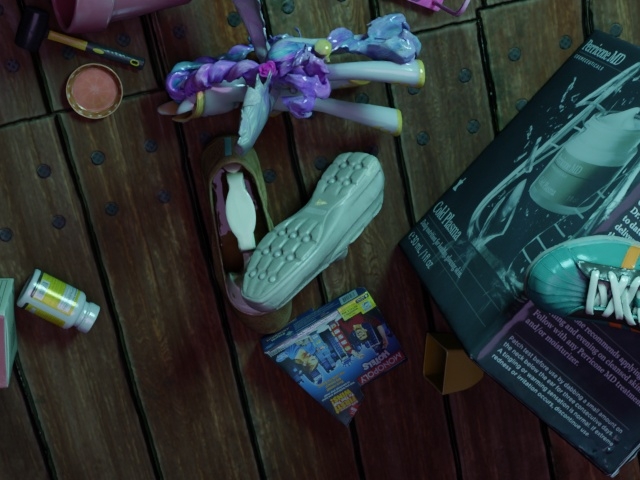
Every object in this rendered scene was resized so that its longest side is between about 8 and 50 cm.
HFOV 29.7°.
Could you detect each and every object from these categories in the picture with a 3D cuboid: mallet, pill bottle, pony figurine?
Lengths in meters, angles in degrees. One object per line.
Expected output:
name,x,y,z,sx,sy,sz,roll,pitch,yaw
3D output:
mallet,-0.348,-0.296,1.768,0.189,0.039,0.062,9,110,-16
pill bottle,-0.405,0.098,1.872,0.116,0.065,0.065,30,102,-17
pony figurine,-0.047,-0.239,1.695,0.363,0.351,0.303,-2,74,-7

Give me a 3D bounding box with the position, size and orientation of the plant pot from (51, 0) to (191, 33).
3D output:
plant pot,-0.272,-0.390,1.673,0.180,0.201,0.201,-6,110,-23

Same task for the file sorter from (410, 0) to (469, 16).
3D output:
file sorter,0.091,-0.457,1.702,0.290,0.182,0.202,17,104,-14

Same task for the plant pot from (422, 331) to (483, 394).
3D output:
plant pot,0.226,0.201,2.003,0.083,0.081,0.081,-3,109,-19

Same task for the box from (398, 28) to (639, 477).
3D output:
box,0.409,-0.007,1.746,0.297,0.480,0.472,41,98,-18

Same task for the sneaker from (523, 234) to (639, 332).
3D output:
sneaker,0.401,0.064,1.451,0.302,0.121,0.108,4,106,-8

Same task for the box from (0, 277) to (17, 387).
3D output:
box,-0.580,0.139,1.814,0.232,0.148,0.127,0,109,-8

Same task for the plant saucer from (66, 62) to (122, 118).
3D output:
plant saucer,-0.337,-0.224,1.802,0.083,0.013,0.083,-3,109,-9

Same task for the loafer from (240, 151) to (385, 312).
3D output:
loafer,0.000,0.000,1.819,0.319,0.112,0.111,-48,134,-27

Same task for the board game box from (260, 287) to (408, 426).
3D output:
board game box,0.034,0.197,1.979,0.194,0.060,0.194,-30,112,2

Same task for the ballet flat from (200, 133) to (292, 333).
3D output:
ballet flat,-0.112,0.008,1.857,0.116,0.124,0.342,-9,110,-3
